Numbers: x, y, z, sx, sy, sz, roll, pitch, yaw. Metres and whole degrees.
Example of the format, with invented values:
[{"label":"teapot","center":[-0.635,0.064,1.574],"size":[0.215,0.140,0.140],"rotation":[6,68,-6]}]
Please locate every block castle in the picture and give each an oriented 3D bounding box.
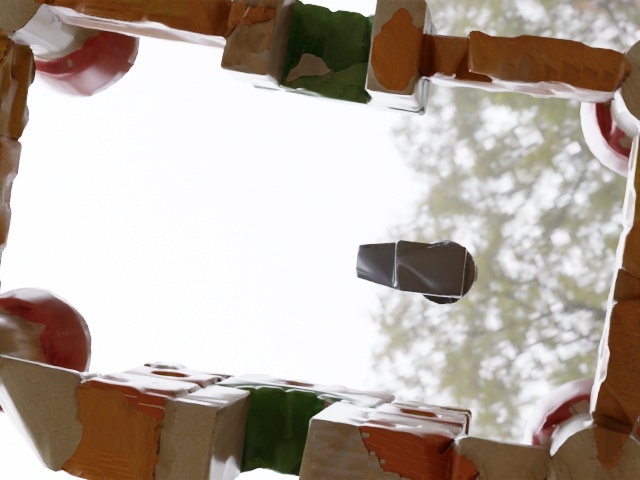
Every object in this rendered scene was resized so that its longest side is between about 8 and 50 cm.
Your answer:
[{"label":"block castle","center":[0.000,0.000,0.925],"size":[0.213,0.453,0.303],"rotation":[12,-93,-82]}]
